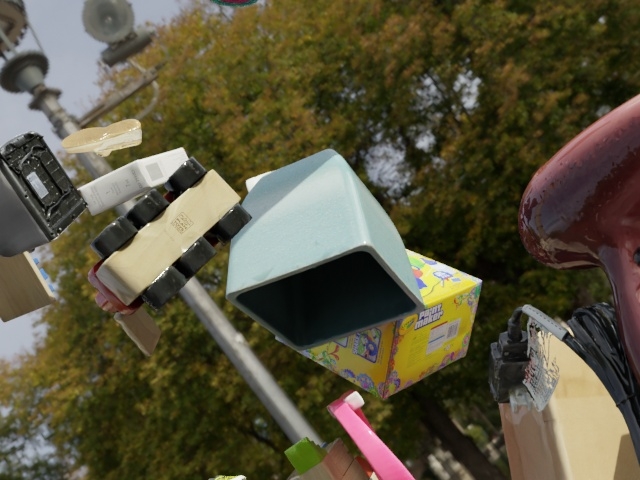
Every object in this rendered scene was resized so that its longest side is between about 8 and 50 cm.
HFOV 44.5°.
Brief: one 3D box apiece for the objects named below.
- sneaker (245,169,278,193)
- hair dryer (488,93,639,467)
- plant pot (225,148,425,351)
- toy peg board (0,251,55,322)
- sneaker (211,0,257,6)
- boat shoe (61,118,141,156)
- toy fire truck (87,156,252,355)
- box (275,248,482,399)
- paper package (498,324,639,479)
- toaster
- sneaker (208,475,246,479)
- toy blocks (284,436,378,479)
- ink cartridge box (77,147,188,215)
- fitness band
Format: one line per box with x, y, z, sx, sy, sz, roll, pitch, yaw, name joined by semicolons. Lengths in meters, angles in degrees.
-0.067;-0.039;1.730;0.123;0.290;0.106;-24;-24;2;sneaker
0.202;0.029;0.483;0.080;0.223;0.294;-9;-63;-23;hair dryer
0.000;0.000;1.311;0.247;0.252;0.248;-21;-37;18;plant pot
-0.703;0.085;1.829;0.160;0.161;0.079;-21;14;22;toy peg board
-0.128;-0.443;1.185;0.123;0.178;0.295;1;9;1;sneaker
-0.465;-0.209;1.677;0.170;0.063;0.059;-15;-46;-12;boat shoe
-0.220;0.039;1.085;0.217;0.158;0.246;-49;7;-38;toy fire truck
0.114;0.139;1.552;0.290;0.279;0.177;-15;-60;-47;box
0.451;0.282;1.155;0.324;0.310;0.168;-2;-20;-15;paper package
-0.485;-0.081;1.263;0.110;0.186;0.168;-26;19;12;toaster
-0.125;0.325;1.042;0.083;0.035;0.031;53;-125;-70;sneaker
0.078;0.508;1.438;0.190;0.381;0.261;-37;-5;13;toy blocks
-0.428;-0.106;1.629;0.261;0.066;0.296;-22;8;11;ink cartridge box
0.091;0.344;1.283;0.054;0.209;0.291;-35;-7;-7;fitness band
